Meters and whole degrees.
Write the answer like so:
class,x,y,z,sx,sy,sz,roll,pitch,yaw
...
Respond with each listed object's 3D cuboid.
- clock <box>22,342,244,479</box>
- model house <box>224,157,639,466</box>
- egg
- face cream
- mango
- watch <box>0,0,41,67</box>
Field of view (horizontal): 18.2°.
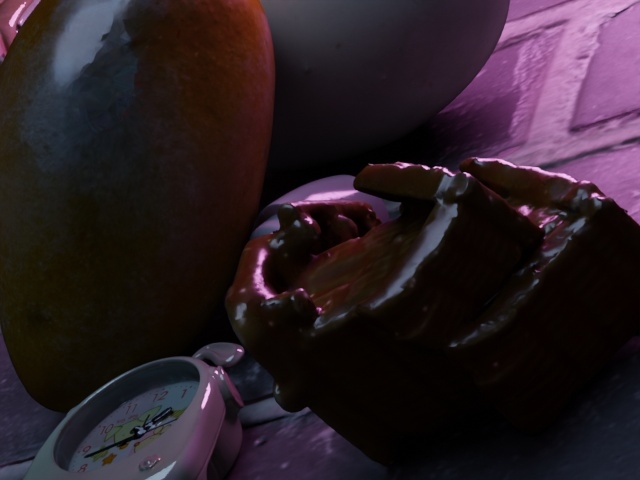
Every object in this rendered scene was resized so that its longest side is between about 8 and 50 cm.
class,x,y,z,sx,sy,sz,roll,pitch,yaw
clock,-0.122,0.144,1.405,0.151,0.062,0.191,-17,27,28
model house,0.091,0.019,1.261,0.229,0.199,0.220,-25,37,22
egg,-0.011,-0.177,1.695,0.371,0.230,0.230,-22,25,29
face cream,0.000,0.000,1.511,0.091,0.091,0.095,-1,30,48
mango,-0.154,-0.051,1.533,0.199,0.221,0.384,-8,-66,-87
watch,-0.228,-0.212,2.118,0.241,0.162,0.253,-5,34,31
